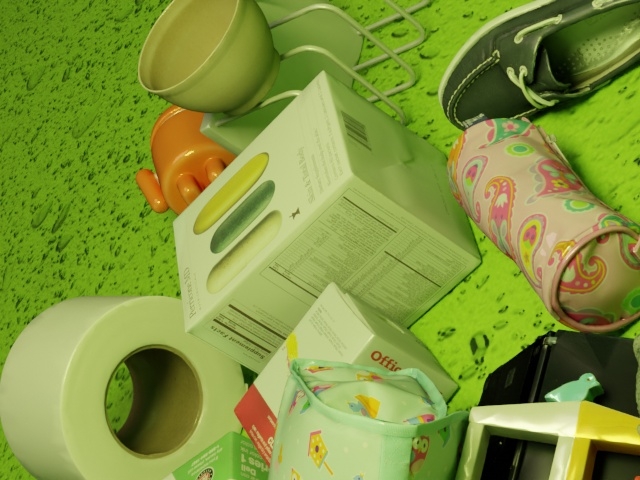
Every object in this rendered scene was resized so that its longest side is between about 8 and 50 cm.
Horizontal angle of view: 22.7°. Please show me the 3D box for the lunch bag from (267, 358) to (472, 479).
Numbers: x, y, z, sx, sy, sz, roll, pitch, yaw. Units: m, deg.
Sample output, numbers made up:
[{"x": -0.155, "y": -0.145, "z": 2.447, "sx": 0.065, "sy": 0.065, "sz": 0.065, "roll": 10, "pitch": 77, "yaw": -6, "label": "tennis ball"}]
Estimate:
[{"x": 0.041, "y": 0.236, "z": 1.412, "sx": 0.262, "sy": 0.160, "sz": 0.224, "roll": -147, "pitch": 64, "yaw": -77, "label": "lunch bag"}]

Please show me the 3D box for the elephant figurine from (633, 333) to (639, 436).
[{"x": 0.300, "y": 0.198, "z": 1.196, "sx": 0.169, "sy": 0.186, "sz": 0.239, "roll": 7, "pitch": 33, "yaw": 21, "label": "elephant figurine"}]

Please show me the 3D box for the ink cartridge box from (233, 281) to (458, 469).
[{"x": 0.025, "y": 0.160, "z": 1.637, "sx": 0.176, "sy": 0.128, "sz": 0.127, "roll": -54, "pitch": 31, "yaw": 7, "label": "ink cartridge box"}]

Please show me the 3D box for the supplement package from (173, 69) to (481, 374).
[{"x": 0.000, "y": 0.000, "z": 1.754, "sx": 0.262, "sy": 0.198, "sz": 0.199, "roll": -43, "pitch": 33, "yaw": 23, "label": "supplement package"}]

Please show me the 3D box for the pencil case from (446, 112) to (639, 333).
[{"x": 0.218, "y": -0.024, "z": 1.539, "sx": 0.124, "sy": 0.124, "sz": 0.284, "roll": -51, "pitch": 30, "yaw": 12, "label": "pencil case"}]

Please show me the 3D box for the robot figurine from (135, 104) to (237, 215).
[{"x": -0.165, "y": -0.109, "z": 2.165, "sx": 0.158, "sy": 0.128, "sz": 0.219, "roll": -63, "pitch": 26, "yaw": 26, "label": "robot figurine"}]

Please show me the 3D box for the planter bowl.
[{"x": -0.116, "y": -0.211, "z": 1.834, "sx": 0.162, "sy": 0.109, "sz": 0.162, "roll": -29, "pitch": 43, "yaw": 30, "label": "planter bowl"}]

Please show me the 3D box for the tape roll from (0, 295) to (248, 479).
[{"x": -0.233, "y": 0.186, "z": 1.877, "sx": 0.169, "sy": 0.246, "sz": 0.246, "roll": -3, "pitch": 60, "yaw": 54, "label": "tape roll"}]

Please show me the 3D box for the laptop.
[{"x": 0.222, "y": 0.214, "z": 1.418, "sx": 0.264, "sy": 0.136, "sz": 0.234, "roll": 127, "pitch": 164, "yaw": -66, "label": "laptop"}]

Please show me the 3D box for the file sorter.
[{"x": 0.009, "y": -0.221, "z": 1.958, "sx": 0.173, "sy": 0.193, "sz": 0.278, "roll": -19, "pitch": 48, "yaw": 44, "label": "file sorter"}]

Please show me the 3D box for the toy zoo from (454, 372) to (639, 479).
[{"x": 0.193, "y": 0.245, "z": 1.307, "sx": 0.192, "sy": 0.030, "sz": 0.293, "roll": 5, "pitch": 64, "yaw": 26, "label": "toy zoo"}]

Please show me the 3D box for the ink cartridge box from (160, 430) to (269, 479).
[{"x": -0.115, "y": 0.373, "z": 1.656, "sx": 0.201, "sy": 0.117, "sz": 0.278, "roll": -37, "pitch": 36, "yaw": 31, "label": "ink cartridge box"}]

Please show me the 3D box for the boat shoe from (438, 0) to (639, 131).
[{"x": 0.245, "y": -0.194, "z": 1.664, "sx": 0.302, "sy": 0.114, "sz": 0.091, "roll": -38, "pitch": 30, "yaw": 32, "label": "boat shoe"}]
